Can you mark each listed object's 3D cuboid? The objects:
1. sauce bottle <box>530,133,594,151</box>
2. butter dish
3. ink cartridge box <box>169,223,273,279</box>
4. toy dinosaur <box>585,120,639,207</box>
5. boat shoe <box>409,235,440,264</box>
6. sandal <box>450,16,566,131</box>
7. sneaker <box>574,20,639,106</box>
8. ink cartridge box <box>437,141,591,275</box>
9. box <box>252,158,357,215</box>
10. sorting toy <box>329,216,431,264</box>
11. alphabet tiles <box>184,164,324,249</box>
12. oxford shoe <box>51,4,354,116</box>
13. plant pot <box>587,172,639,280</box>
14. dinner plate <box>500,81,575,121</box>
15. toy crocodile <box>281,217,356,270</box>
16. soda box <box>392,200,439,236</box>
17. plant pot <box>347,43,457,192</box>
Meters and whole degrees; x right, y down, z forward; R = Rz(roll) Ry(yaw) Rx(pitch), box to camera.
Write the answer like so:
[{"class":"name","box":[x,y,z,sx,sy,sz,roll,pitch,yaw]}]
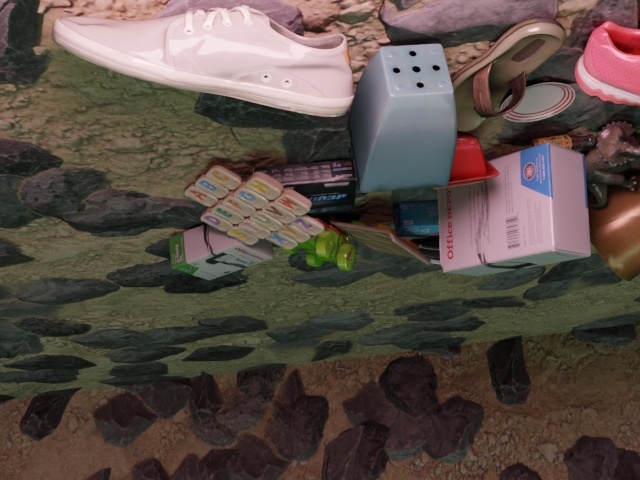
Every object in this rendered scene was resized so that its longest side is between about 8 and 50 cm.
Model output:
[{"class":"sauce bottle","box":[0.512,-0.204,1.700,0.128,0.042,0.042,-11,159,3]},{"class":"butter dish","box":[0.258,-0.178,1.597,0.159,0.118,0.160,-9,-160,0]},{"class":"ink cartridge box","box":[-0.240,0.017,1.964,0.208,0.087,0.153,-19,156,27]},{"class":"toy dinosaur","box":[0.639,-0.175,1.757,0.160,0.121,0.313,8,162,-6]},{"class":"boat shoe","box":[0.362,0.011,2.141,0.302,0.091,0.114,3,-159,-27]},{"class":"sandal","box":[0.308,-0.270,1.400,0.120,0.086,0.303,2,157,-23]},{"class":"sneaker","box":[0.575,-0.267,1.316,0.313,0.116,0.136,23,154,19]},{"class":"ink cartridge box","box":[0.406,-0.055,1.723,0.129,0.223,0.307,9,165,-36]},{"class":"box","box":[-0.033,-0.109,1.754,0.220,0.051,0.175,-5,159,-3]},{"class":"sorting toy","box":[0.148,-0.006,1.966,0.208,0.038,0.193,16,170,42]},{"class":"alphabet tiles","box":[-0.143,-0.061,1.724,0.278,0.021,0.284,30,150,-21]},{"class":"oxford shoe","box":[-0.157,-0.286,1.181,0.449,0.169,0.130,8,114,-15]},{"class":"plant pot","box":[0.783,-0.067,1.923,0.254,0.237,0.237,-37,147,28]},{"class":"dinner plate","box":[0.413,-0.267,1.537,0.141,0.017,0.141,-7,158,-3]},{"class":"toy crocodile","box":[0.000,0.000,1.936,0.115,0.105,0.340,6,168,26]},{"class":"soda box","box":[0.289,-0.054,1.976,0.210,0.067,0.071,-2,158,-11]},{"class":"plant pot","box":[0.148,-0.218,1.390,0.165,0.166,0.234,-5,152,-6]}]
